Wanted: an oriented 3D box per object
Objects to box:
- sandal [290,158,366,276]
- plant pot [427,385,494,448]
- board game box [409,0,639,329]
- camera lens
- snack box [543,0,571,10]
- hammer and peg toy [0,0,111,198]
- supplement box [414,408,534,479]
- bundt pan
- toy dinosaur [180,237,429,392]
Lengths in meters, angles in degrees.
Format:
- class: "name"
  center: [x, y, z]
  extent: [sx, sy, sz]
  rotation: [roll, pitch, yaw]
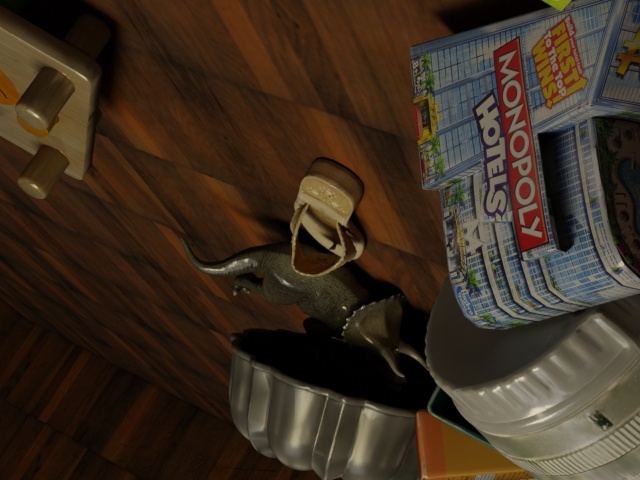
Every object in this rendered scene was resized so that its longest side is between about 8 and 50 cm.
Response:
- class: "sandal"
  center: [-0.006, -0.003, 1.175]
  extent: [0.088, 0.079, 0.240]
  rotation: [29, 163, 9]
- class: "plant pot"
  center: [0.219, 0.143, 1.076]
  extent: [0.165, 0.165, 0.234]
  rotation: [26, 170, 16]
- class: "board game box"
  center: [0.138, -0.059, 0.663]
  extent: [0.060, 0.194, 0.194]
  rotation: [4, 163, -29]
- class: "camera lens"
  center: [0.240, 0.099, 0.807]
  extent: [0.274, 0.219, 0.219]
  rotation: [38, 162, -19]
- class: "snack box"
  center: [0.065, -0.214, 0.495]
  extent: [0.207, 0.070, 0.174]
  rotation: [30, 162, 0]
- class: "hammer and peg toy"
  center: [-0.390, -0.203, 1.149]
  extent: [0.361, 0.127, 0.266]
  rotation: [30, 156, -1]
- class: "supplement box"
  center: [0.222, 0.220, 1.220]
  extent: [0.233, 0.078, 0.080]
  rotation: [-5, 158, 3]
- class: "bundt pan"
  center: [0.031, 0.218, 1.417]
  extent: [0.331, 0.124, 0.331]
  rotation: [14, -173, -2]
- class: "toy dinosaur"
  center: [-0.012, 0.054, 1.338]
  extent: [0.313, 0.121, 0.160]
  rotation: [39, 150, -7]
